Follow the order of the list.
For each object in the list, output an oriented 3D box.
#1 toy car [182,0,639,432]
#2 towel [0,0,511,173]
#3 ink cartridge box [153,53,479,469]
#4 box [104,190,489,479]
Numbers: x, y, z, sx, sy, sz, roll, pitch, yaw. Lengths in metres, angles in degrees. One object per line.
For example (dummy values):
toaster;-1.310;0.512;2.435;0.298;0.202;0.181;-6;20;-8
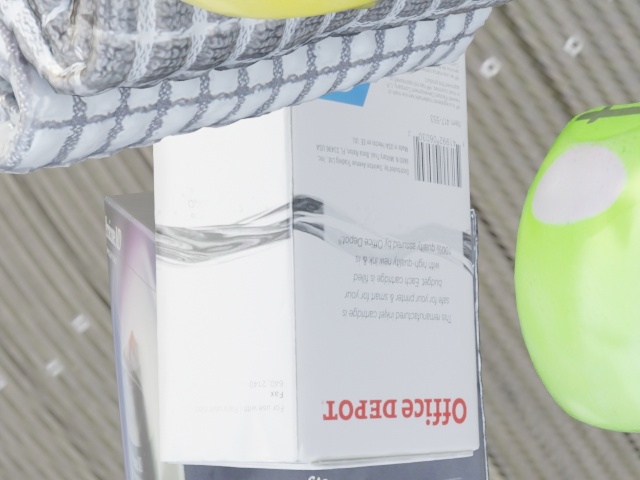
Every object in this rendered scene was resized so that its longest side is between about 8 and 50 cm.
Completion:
toy car;0.045;-0.031;0.391;0.225;0.053;0.239;59;155;-15
towel;-0.058;-0.178;0.599;0.121;0.235;0.283;-34;81;44
ink cartridge box;0.000;0.000;0.826;0.082;0.140;0.190;-3;85;36
box;-0.021;0.118;1.137;0.183;0.296;0.294;-5;96;-12
